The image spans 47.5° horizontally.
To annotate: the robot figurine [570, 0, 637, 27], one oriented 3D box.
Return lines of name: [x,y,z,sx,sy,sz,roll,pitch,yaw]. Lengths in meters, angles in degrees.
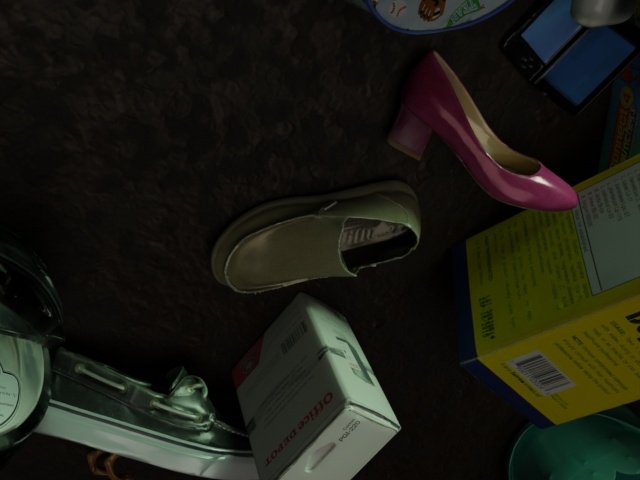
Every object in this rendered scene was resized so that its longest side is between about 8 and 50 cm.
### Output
robot figurine: [0.334,-0.368,0.658,0.200,0.300,0.353,-28,133,-51]

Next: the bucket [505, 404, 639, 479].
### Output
bucket: [0.448,0.397,1.182,0.281,0.183,0.281,-8,121,-13]

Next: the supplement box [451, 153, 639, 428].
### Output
supplement box: [0.361,0.055,0.873,0.356,0.194,0.195,-29,127,32]

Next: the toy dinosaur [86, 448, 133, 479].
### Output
toy dinosaur: [-0.284,0.258,0.965,0.211,0.064,0.112,6,89,-26]

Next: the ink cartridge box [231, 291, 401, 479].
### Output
ink cartridge box: [-0.014,0.194,0.902,0.092,0.218,0.158,33,106,-30]

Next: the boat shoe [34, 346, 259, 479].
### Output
boat shoe: [-0.188,0.216,0.911,0.335,0.121,0.119,20,79,-22]

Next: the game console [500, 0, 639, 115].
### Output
game console: [0.290,-0.227,0.834,0.107,0.071,0.122,37,104,-31]

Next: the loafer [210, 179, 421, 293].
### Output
loafer: [0.000,0.000,0.868,0.268,0.092,0.102,-19,123,-5]

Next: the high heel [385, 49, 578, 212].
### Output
high heel: [0.203,-0.121,0.836,0.244,0.082,0.117,26,122,3]

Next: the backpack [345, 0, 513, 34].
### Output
backpack: [0.108,-0.325,0.652,0.276,0.213,0.263,-18,132,-8]

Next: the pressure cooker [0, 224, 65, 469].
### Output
pressure cooker: [-0.457,0.109,0.634,0.420,0.370,0.375,-37,106,5]

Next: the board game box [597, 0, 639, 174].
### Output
board game box: [0.522,-0.200,0.910,0.308,0.086,0.302,-9,122,-11]
